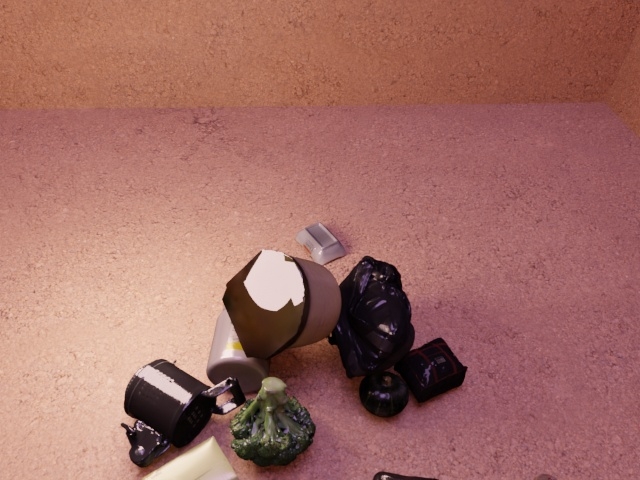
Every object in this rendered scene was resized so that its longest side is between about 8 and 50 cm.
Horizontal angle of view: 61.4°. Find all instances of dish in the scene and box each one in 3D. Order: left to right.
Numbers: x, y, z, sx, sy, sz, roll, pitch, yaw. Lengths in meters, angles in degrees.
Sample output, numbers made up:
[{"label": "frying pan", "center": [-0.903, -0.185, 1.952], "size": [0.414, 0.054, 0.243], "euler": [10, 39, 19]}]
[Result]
[{"label": "dish", "center": [0.000, 0.000, 2.355], "size": [0.151, 0.077, 0.212], "euler": [-22, 49, -25]}]

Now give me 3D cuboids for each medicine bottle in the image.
[{"label": "medicine bottle", "center": [-0.268, 0.334, 1.884], "size": [0.208, 0.208, 0.339], "euler": [3, 43, 0]}]

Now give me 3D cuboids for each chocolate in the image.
[{"label": "chocolate", "center": [-0.094, 0.216, 1.769], "size": [0.326, 0.297, 0.314], "euler": [-42, 56, 17]}]

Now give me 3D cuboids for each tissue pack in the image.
[{"label": "tissue pack", "center": [-0.368, 0.704, 1.546], "size": [0.234, 0.125, 0.159], "euler": [-25, 50, -26]}]

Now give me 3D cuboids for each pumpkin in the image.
[{"label": "pumpkin", "center": [0.209, 0.508, 1.796], "size": [0.167, 0.125, 0.167], "euler": [-6, 44, 6]}]

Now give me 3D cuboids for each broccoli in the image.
[{"label": "broccoli", "center": [-0.148, 0.545, 1.642], "size": [0.270, 0.270, 0.270], "euler": [4, 18, -1]}]

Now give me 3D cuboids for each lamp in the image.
[{"label": "lamp", "center": [-0.468, 0.496, 1.699], "size": [0.374, 0.205, 0.272], "euler": [-35, 59, -20]}]

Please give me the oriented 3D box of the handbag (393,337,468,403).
[{"label": "handbag", "center": [0.376, 0.440, 1.854], "size": [0.215, 0.155, 0.169], "euler": [-13, 39, -29]}]

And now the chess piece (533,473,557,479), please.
[{"label": "chess piece", "center": [0.687, 0.752, 1.633], "size": [0.084, 0.038, 0.083], "euler": [1, 45, -1]}]

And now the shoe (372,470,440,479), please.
[{"label": "shoe", "center": [0.180, 0.763, 1.486], "size": [0.384, 0.171, 0.237], "euler": [-2, 50, -8]}]

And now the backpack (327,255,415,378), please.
[{"label": "backpack", "center": [0.162, 0.272, 1.858], "size": [0.255, 0.363, 0.445], "euler": [30, 19, -26]}]
